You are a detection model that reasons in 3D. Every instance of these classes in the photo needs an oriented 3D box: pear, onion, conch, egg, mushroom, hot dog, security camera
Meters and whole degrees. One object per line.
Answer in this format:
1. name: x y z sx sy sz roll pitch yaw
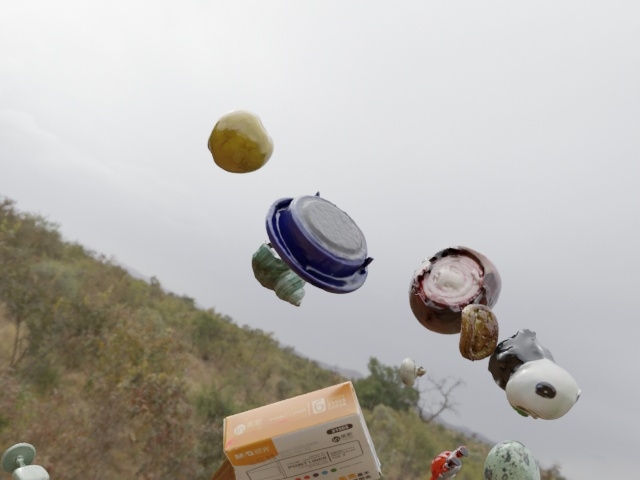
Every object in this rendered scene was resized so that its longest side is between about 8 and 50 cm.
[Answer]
1. pear: -0.262 -0.313 1.667 0.209 0.209 0.209 22 -14 6
2. onion: 0.483 0.191 1.920 0.341 0.341 0.341 22 -14 6
3. conch: -0.146 0.131 1.986 0.277 0.195 0.220 63 -18 10
4. egg: 0.473 0.571 1.286 0.132 0.172 0.132 -2 23 1
5. mushroom: 0.283 0.400 1.580 0.079 0.085 0.085 -1 -18 7
6. hot dog: 0.396 0.236 1.317 0.099 0.147 0.065 6 1 -14
7. security camera: -0.492 0.387 0.866 0.092 0.058 0.058 25 -9 45

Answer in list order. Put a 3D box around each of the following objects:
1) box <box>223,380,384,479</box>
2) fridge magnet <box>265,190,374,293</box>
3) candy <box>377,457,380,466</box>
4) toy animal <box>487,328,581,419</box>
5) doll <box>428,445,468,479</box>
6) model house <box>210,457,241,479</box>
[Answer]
1. box: -0.034 0.416 1.040 0.091 0.274 0.220 -102 173 -59
2. fridge magnet: 0.000 0.000 1.128 0.265 0.265 0.112 29 -57 -19
3. candy: 0.123 0.670 1.684 0.160 0.073 0.092 60 0 -16
4. toy animal: 0.646 0.433 1.590 0.212 0.212 0.266 30 22 -24
5. doll: 0.287 0.510 1.183 0.057 0.109 0.169 35 -34 23
6. model house: -0.193 0.688 1.382 0.229 0.199 0.219 41 31 6
